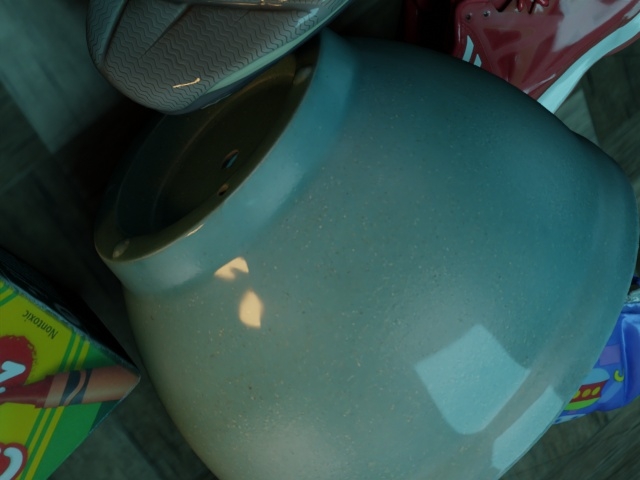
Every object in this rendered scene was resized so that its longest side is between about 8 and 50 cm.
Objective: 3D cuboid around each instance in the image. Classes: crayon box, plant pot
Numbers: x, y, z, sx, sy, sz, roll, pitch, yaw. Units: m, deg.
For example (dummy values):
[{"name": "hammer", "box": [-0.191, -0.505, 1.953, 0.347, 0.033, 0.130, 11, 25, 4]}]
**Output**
[{"name": "crayon box", "box": [-0.275, 0.131, 0.991, 0.318, 0.081, 0.202, -46, 143, 1]}, {"name": "plant pot", "box": [0.000, 0.000, 0.999, 0.196, 0.293, 0.293, 41, 93, -26]}]

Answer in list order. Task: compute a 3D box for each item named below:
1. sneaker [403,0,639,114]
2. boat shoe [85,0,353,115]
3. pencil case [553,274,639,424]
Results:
[{"name": "sneaker", "box": [0.138, -0.158, 1.109, 0.128, 0.087, 0.221, 20, 108, -51]}, {"name": "boat shoe", "box": [0.029, -0.196, 0.926, 0.355, 0.132, 0.130, -47, 159, 0]}, {"name": "pencil case", "box": [0.113, 0.083, 1.271, 0.306, 0.119, 0.133, -11, 154, -37]}]
